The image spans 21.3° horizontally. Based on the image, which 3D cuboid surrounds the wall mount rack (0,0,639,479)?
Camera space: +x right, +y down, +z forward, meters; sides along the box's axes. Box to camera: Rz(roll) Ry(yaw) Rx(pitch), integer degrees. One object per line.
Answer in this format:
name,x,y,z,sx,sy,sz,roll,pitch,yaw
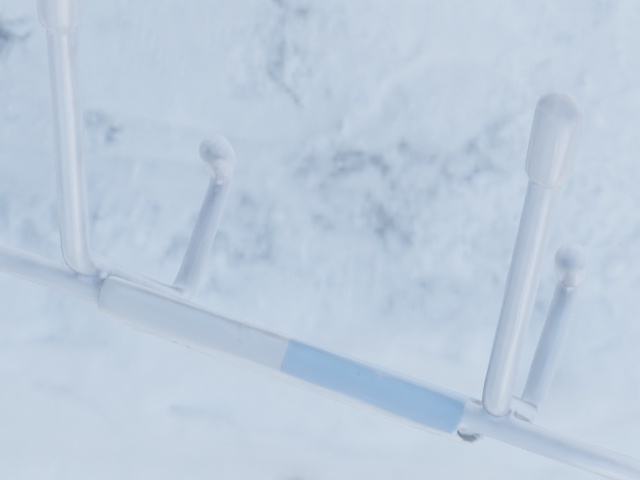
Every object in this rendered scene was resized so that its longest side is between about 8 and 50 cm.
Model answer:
wall mount rack,0.000,0.000,0.759,0.350,0.304,0.131,17,84,13
